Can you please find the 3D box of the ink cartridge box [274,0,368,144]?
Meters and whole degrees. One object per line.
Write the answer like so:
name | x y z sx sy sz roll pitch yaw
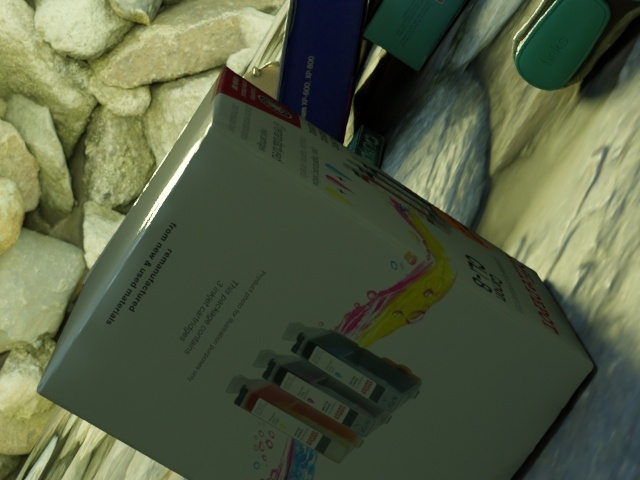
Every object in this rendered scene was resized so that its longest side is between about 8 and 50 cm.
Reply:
ink cartridge box | 0.004 -0.174 1.290 0.371 0.069 0.176 -72 -8 -68

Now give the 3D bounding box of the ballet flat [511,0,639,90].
ballet flat | 0.148 -0.138 0.706 0.052 0.057 0.168 -54 5 -36

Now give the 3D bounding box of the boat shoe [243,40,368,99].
boat shoe | -0.047 -0.146 1.553 0.341 0.110 0.121 -65 11 -27

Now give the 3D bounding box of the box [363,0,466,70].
box | 0.094 -0.246 1.284 0.100 0.060 0.244 -55 10 24

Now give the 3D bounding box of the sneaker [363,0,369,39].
sneaker | 0.053 -0.263 1.551 0.085 0.058 0.152 -50 17 5

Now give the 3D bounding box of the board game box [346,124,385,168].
board game box | 0.000 0.000 1.128 0.126 0.026 0.186 -53 11 31

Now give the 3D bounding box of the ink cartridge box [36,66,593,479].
ink cartridge box | -0.002 0.036 0.586 0.127 0.176 0.128 -55 11 13
